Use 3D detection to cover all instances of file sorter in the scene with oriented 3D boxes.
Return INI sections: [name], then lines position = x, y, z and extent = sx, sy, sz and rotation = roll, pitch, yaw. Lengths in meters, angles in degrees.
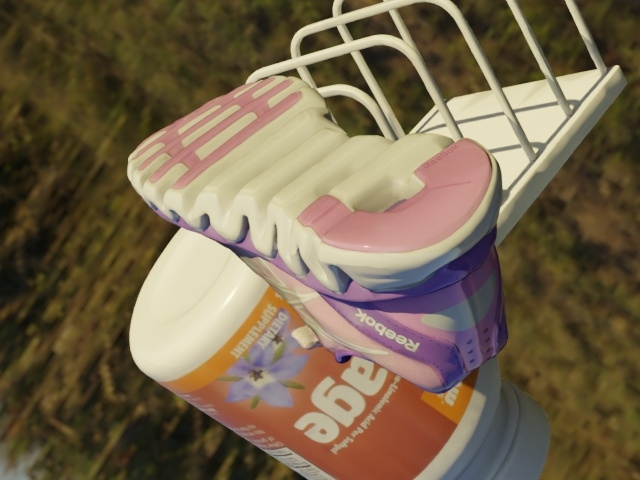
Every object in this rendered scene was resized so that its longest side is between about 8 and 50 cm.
[file sorter]
position = 0.070, -0.106, 1.298
extent = 0.193, 0.277, 0.173
rotation = -8, 120, 44

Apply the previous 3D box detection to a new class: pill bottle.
[pill bottle]
position = 0.016, 0.070, 0.882
extent = 0.216, 0.121, 0.121
rotation = 36, 171, -24

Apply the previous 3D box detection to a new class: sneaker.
[sneaker]
position = 0.000, 0.000, 0.726
extent = 0.236, 0.095, 0.104
rotation = 27, 148, 53
